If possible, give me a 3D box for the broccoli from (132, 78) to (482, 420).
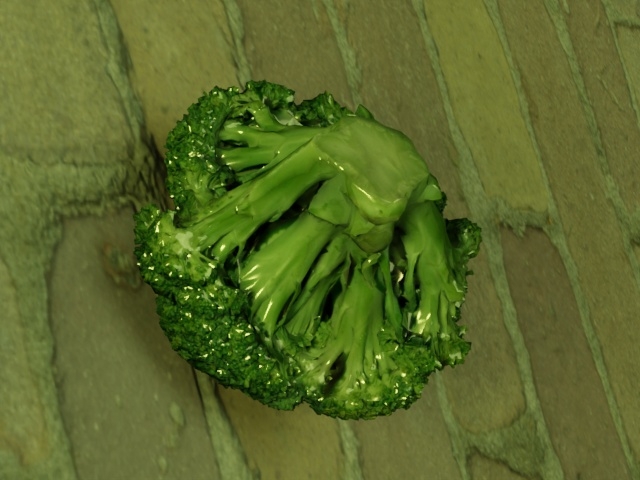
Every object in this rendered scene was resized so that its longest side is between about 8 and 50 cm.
[{"bbox_3d":[0.000,0.000,1.408,0.269,0.241,0.261,40,51,6],"label":"broccoli"}]
